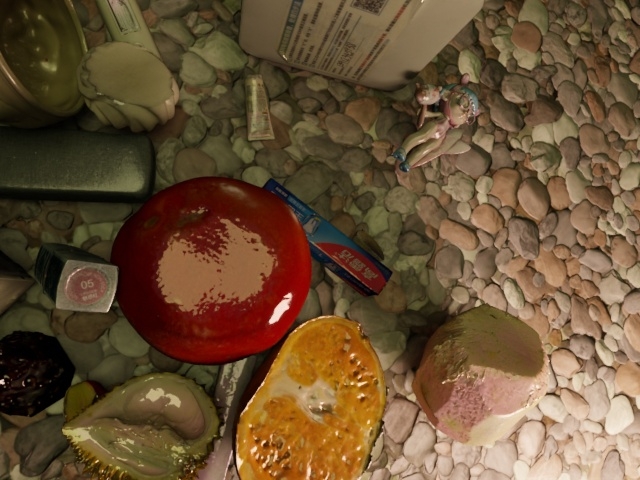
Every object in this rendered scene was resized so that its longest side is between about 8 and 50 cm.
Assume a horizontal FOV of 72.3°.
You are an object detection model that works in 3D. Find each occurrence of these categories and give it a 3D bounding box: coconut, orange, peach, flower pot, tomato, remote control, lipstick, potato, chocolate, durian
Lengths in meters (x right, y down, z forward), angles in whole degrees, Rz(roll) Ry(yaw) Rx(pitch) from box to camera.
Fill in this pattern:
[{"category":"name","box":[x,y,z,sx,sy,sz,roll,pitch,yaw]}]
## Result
[{"category":"coconut","box":[0.301,0.269,0.874,0.233,0.245,0.233,8,42,-7]},{"category":"orange","box":[-0.021,0.309,0.779,0.274,0.274,0.310,22,33,-10]},{"category":"peach","box":[-0.414,0.294,0.783,0.077,0.050,0.083,-16,76,8]},{"category":"flower pot","box":[-0.568,-0.335,0.722,0.244,0.307,0.308,-4,83,2]},{"category":"tomato","box":[-0.182,0.059,0.759,0.325,0.293,0.290,-3,67,-22]},{"category":"remote control","box":[-0.393,-0.434,0.895,0.078,0.042,0.221,-24,90,-17]},{"category":"lipstick","box":[-0.400,0.052,0.702,0.076,0.289,0.078,13,87,-37]},{"category":"potato","box":[0.099,0.012,0.963,0.093,0.036,0.037,41,37,-23]},{"category":"chocolate","box":[-0.516,0.229,0.727,0.156,0.133,0.156,1,83,-12]},{"category":"durian","box":[-0.287,0.337,0.763,0.249,0.183,0.138,5,122,3]}]

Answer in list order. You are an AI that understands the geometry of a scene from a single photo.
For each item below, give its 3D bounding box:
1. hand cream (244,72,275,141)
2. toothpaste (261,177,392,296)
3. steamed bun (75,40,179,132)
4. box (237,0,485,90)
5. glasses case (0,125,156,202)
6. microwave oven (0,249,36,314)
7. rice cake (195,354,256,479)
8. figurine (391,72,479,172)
[{"category":"hand cream","box":[-0.135,-0.287,0.947,0.061,0.039,0.143,-7,93,-21]},{"category":"toothpaste","box":[0.000,0.000,0.915,0.320,0.076,0.066,37,72,-7]},{"category":"steamed bun","box":[-0.363,-0.281,0.826,0.182,0.106,0.183,11,61,-21]},{"category":"box","box":[0.048,-0.438,0.825,0.396,0.396,0.111,10,82,-13]},{"category":"glasses case","box":[-0.480,-0.140,0.816,0.323,0.074,0.131,1,83,-14]},{"category":"microwave oven","box":[-0.722,0.040,0.643,0.394,0.247,0.333,43,73,-5]},{"category":"rice cake","box":[-0.191,0.366,0.827,0.072,0.056,0.365,18,79,-13]},{"category":"figurine","box":[0.249,-0.276,0.995,0.260,0.103,0.205,-45,119,-11]}]
